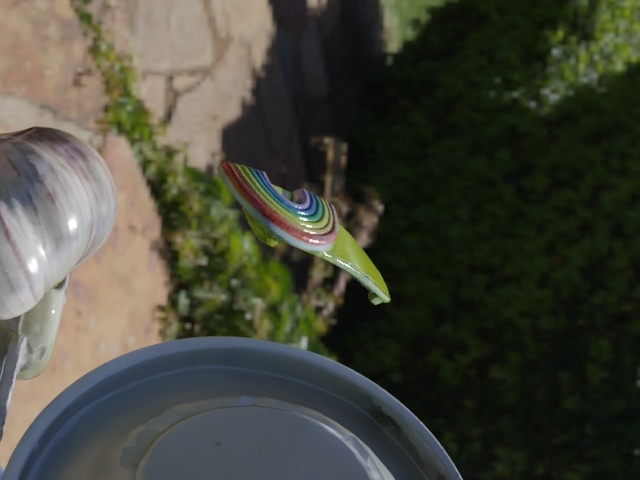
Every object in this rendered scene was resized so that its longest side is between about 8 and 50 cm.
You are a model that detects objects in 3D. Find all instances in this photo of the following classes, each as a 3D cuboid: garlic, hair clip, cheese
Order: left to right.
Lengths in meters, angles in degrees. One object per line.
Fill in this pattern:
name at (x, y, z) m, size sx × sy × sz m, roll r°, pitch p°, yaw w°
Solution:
garlic at (-0.305, -0.058, 1.294) m, size 0.245 × 0.245 × 0.253 m, roll -43°, pitch 123°, yaw -59°
cheese at (-0.295, 0.086, 1.441) m, size 0.286 × 0.082 × 0.163 m, roll -94°, pitch -162°, yaw -55°
hair clip at (0.000, 0.000, 1.026) m, size 0.188 × 0.033 × 0.060 m, roll 33°, pitch 27°, yaw -46°

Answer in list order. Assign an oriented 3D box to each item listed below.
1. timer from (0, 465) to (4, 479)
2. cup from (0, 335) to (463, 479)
timer at (-0.431, 0.292, 1.276) m, size 0.173 × 0.395 × 0.395 m, roll -60°, pitch 178°, yaw 39°
cup at (-0.035, 0.191, 0.594) m, size 0.185 × 0.241 × 0.226 m, roll -19°, pitch 149°, yaw -30°
